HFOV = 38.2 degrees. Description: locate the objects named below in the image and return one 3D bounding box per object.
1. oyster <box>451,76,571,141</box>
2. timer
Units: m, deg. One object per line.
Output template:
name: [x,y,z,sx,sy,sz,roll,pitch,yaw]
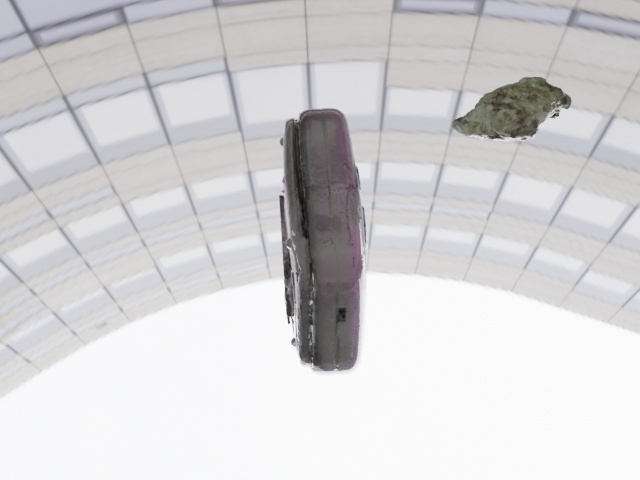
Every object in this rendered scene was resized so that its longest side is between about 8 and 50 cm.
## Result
oyster: [0.201,-0.132,0.962,0.098,0.100,0.037,15,-123,-17]
timer: [0.000,0.000,0.792,0.069,0.190,0.208,-4,-139,-4]
